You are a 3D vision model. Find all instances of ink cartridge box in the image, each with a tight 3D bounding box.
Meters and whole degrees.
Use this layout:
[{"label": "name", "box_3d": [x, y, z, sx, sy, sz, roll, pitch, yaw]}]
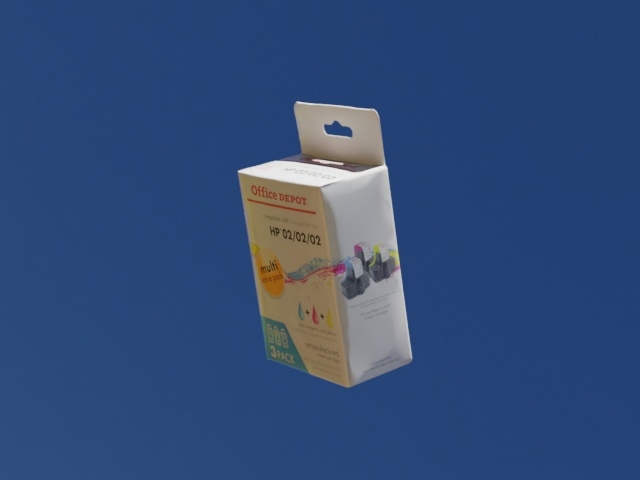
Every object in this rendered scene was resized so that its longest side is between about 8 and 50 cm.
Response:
[{"label": "ink cartridge box", "box_3d": [0.000, 0.000, 1.085, 0.104, 0.061, 0.181, 12, -66, 53]}]
